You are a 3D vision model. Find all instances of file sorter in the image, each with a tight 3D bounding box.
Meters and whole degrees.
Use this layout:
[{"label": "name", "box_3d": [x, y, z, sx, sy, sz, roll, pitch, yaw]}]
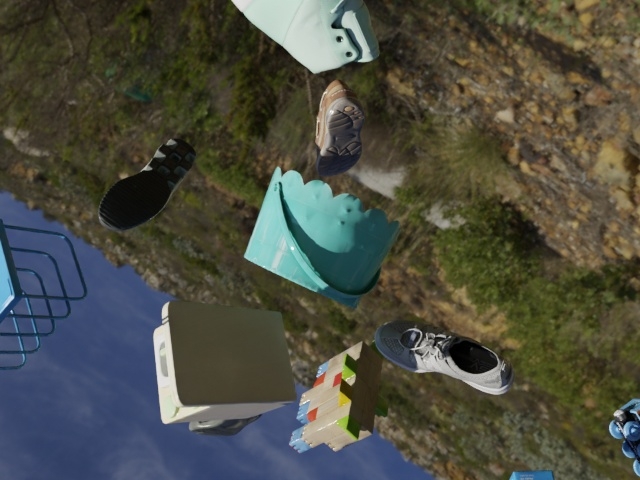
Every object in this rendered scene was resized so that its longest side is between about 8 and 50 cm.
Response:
[{"label": "file sorter", "box_3d": [-0.396, 0.077, 0.790, 0.105, 0.170, 0.118, 14, -140, -53]}]

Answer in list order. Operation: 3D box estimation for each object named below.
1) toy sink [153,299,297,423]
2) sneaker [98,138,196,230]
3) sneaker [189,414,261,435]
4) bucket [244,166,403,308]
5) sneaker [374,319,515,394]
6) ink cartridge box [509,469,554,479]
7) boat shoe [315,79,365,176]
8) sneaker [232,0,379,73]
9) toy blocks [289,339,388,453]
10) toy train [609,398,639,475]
[{"label": "toy sink", "box_3d": [-0.172, 0.193, 0.958, 0.234, 0.131, 0.152, 13, -123, -49]}, {"label": "sneaker", "box_3d": [-0.438, -0.113, 1.554, 0.122, 0.146, 0.330, 42, -134, -6]}, {"label": "sneaker", "box_3d": [-0.183, 0.305, 1.211, 0.087, 0.227, 0.130, 19, -130, -25]}, {"label": "bucket", "box_3d": [0.000, 0.000, 1.185, 0.281, 0.183, 0.281, 24, 178, 1]}, {"label": "sneaker", "box_3d": [0.239, 0.207, 1.209, 0.282, 0.105, 0.115, 13, 155, 22]}, {"label": "ink cartridge box", "box_3d": [0.412, 0.569, 1.165, 0.078, 0.134, 0.231, -3, -128, 4]}, {"label": "boat shoe", "box_3d": [0.045, -0.286, 1.610, 0.123, 0.324, 0.116, -8, -117, -15]}, {"label": "sneaker", "box_3d": [0.038, -0.268, 0.622, 0.151, 0.256, 0.094, 41, -127, -22]}, {"label": "toy blocks", "box_3d": [0.044, 0.479, 1.842, 0.191, 0.261, 0.381, 43, -147, -17]}, {"label": "toy train", "box_3d": [0.724, 0.443, 1.364, 0.184, 0.105, 0.080, 59, 168, 6]}]
